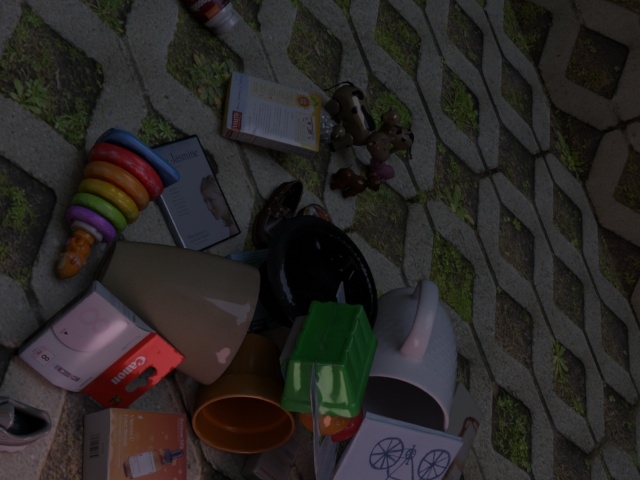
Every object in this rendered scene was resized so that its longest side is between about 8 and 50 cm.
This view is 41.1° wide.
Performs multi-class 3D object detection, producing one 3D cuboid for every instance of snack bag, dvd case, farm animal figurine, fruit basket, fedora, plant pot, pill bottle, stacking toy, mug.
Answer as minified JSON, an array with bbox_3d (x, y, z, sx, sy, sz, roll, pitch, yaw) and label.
[{"bbox_3d":[0.134,0.555,1.901,0.323,0.037,0.343,21,101,-36],"label":"snack bag"},{"bbox_3d":[-0.290,-0.103,1.903,0.180,0.022,0.253,-27,94,-49],"label":"dvd case"},{"bbox_3d":[0.129,-0.290,2.321,0.327,0.172,0.330,54,42,-15],"label":"farm animal figurine"},{"bbox_3d":[0.012,0.312,1.713,0.327,0.165,0.353,-68,164,-53],"label":"fruit basket"},{"bbox_3d":[-0.026,0.110,1.929,0.334,0.152,0.334,21,59,-40],"label":"fedora"},{"bbox_3d":[-0.297,0.112,1.658,0.274,0.256,0.257,26,54,-21],"label":"plant pot"},{"bbox_3d":[-0.152,0.302,1.758,0.205,0.205,0.188,37,34,-31],"label":"plant pot"},{"bbox_3d":[-0.271,-0.578,2.082,0.152,0.086,0.086,48,44,-21],"label":"pill bottle"},{"bbox_3d":[-0.427,-0.055,1.661,0.165,0.175,0.302,38,62,-22],"label":"stacking toy"},{"bbox_3d":[0.205,0.253,2.029,0.276,0.374,0.328,18,45,2],"label":"mug"}]

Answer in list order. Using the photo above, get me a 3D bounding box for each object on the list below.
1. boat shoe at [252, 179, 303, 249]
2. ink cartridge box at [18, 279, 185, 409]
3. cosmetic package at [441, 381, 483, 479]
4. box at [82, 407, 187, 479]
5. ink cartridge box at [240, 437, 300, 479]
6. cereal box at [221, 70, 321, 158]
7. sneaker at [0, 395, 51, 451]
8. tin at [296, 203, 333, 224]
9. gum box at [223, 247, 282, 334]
[{"bbox_3d":[-0.099,-0.067,2.056,0.073,0.073,0.207,42,48,-28],"label":"boat shoe"},{"bbox_3d":[-0.389,0.208,1.538,0.232,0.189,0.066,47,10,-20],"label":"ink cartridge box"},{"bbox_3d":[0.283,0.512,2.155,0.129,0.153,0.296,53,44,-18],"label":"cosmetic package"},{"bbox_3d":[-0.341,0.385,1.580,0.170,0.091,0.130,15,63,-43],"label":"box"},{"bbox_3d":[-0.106,0.468,1.827,0.088,0.052,0.122,46,44,-23],"label":"ink cartridge box"},{"bbox_3d":[-0.117,-0.307,2.098,0.240,0.047,0.173,13,61,-18],"label":"cereal box"},{"bbox_3d":[-0.556,0.281,1.371,0.262,0.121,0.099,15,62,-43],"label":"sneaker"},{"bbox_3d":[0.000,0.000,2.161,0.106,0.040,0.190,-23,91,-53],"label":"tin"},{"bbox_3d":[-0.137,0.115,1.957,0.157,0.041,0.184,-9,80,-49],"label":"gum box"}]
